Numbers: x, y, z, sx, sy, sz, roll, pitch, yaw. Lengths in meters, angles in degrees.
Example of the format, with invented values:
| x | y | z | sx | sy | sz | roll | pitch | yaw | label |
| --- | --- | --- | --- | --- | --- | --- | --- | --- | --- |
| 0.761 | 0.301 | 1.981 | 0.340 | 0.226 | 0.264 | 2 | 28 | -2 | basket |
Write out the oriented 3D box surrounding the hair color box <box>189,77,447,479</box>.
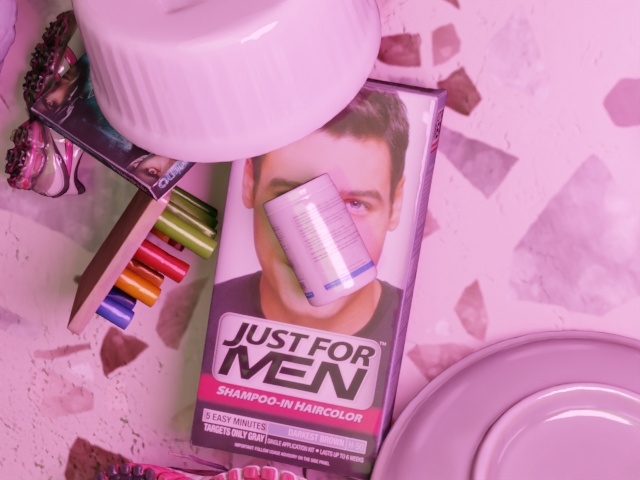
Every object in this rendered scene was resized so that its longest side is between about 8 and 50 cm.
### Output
| x | y | z | sx | sy | sz | roll | pitch | yaw | label |
| --- | --- | --- | --- | --- | --- | --- | --- | --- | --- |
| -0.002 | 0.025 | 1.619 | 0.185 | 0.113 | 0.375 | 10 | 99 | 8 | hair color box |

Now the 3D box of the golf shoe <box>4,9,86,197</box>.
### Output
| x | y | z | sx | sy | sz | roll | pitch | yaw | label |
| --- | --- | --- | --- | --- | --- | --- | --- | --- | --- |
| -0.255 | -0.135 | 1.672 | 0.086 | 0.067 | 0.186 | 13 | 93 | -29 | golf shoe |

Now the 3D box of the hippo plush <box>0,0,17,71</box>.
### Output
| x | y | z | sx | sy | sz | roll | pitch | yaw | label |
| --- | --- | --- | --- | --- | --- | --- | --- | --- | --- |
| -0.428 | -0.216 | 1.594 | 0.236 | 0.234 | 0.294 | 41 | 122 | 13 | hippo plush |

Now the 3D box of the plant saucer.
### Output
| x | y | z | sx | sy | sz | roll | pitch | yaw | label |
| --- | --- | --- | --- | --- | --- | --- | --- | --- | --- |
| 0.239 | 0.242 | 1.502 | 0.400 | 0.100 | 0.401 | -1 | 59 | 2 | plant saucer |

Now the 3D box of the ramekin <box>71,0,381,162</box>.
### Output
| x | y | z | sx | sy | sz | roll | pitch | yaw | label |
| --- | --- | --- | --- | --- | --- | --- | --- | --- | --- |
| -0.092 | -0.218 | 1.510 | 0.277 | 0.135 | 0.277 | -7 | 52 | 9 | ramekin |

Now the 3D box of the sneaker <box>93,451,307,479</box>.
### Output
| x | y | z | sx | sy | sz | roll | pitch | yaw | label |
| --- | --- | --- | --- | --- | --- | --- | --- | --- | --- |
| -0.081 | 0.267 | 1.626 | 0.299 | 0.112 | 0.121 | 8 | 88 | 31 | sneaker |

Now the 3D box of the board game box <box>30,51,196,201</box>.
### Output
| x | y | z | sx | sy | sz | roll | pitch | yaw | label |
| --- | --- | --- | --- | --- | --- | --- | --- | --- | --- |
| -0.172 | -0.125 | 1.577 | 0.186 | 0.026 | 0.126 | 32 | 73 | 35 | board game box |

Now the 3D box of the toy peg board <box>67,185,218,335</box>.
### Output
| x | y | z | sx | sy | sz | roll | pitch | yaw | label |
| --- | --- | --- | --- | --- | --- | --- | --- | --- | --- |
| -0.166 | 0.017 | 1.630 | 0.079 | 0.161 | 0.161 | 32 | 102 | -11 | toy peg board |

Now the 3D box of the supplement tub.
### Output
| x | y | z | sx | sy | sz | roll | pitch | yaw | label |
| --- | --- | --- | --- | --- | --- | --- | --- | --- | --- |
| 0.000 | 0.000 | 1.521 | 0.071 | 0.071 | 0.107 | -25 | 93 | 12 | supplement tub |
